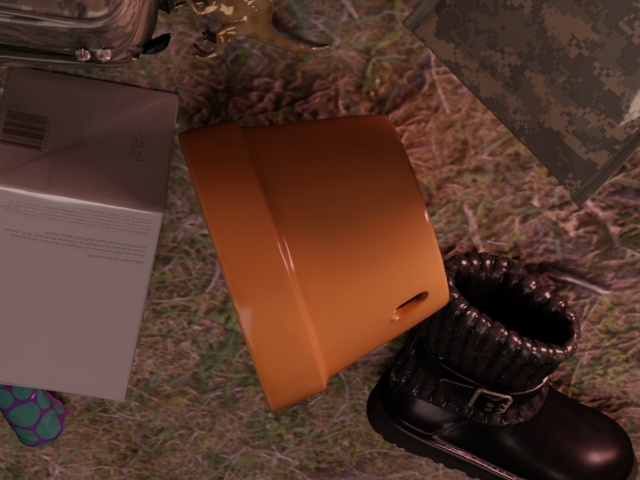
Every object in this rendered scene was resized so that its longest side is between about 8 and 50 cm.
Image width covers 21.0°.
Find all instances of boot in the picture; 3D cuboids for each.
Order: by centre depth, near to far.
[{"bbox_3d":[0.244,0.164,1.942,0.348,0.131,0.260,17,134,-13],"label":"boot"}]

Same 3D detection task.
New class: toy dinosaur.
[{"bbox_3d":[-0.078,-0.206,1.635,0.093,0.053,0.183,-30,127,27],"label":"toy dinosaur"}]

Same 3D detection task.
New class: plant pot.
[{"bbox_3d":[0.000,0.000,1.702,0.203,0.291,0.291,-19,134,-2],"label":"plant pot"}]

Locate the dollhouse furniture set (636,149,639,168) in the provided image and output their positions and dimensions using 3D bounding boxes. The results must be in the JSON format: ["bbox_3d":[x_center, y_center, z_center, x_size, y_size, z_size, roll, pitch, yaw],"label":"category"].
[{"bbox_3d":[0.297,-0.076,1.730,0.114,0.081,0.091,-26,129,26],"label":"dollhouse furniture set"}]

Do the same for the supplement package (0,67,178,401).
[{"bbox_3d":[-0.256,-0.001,1.762,0.175,0.177,0.293,9,134,-7],"label":"supplement package"}]

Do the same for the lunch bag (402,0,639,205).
[{"bbox_3d":[0.253,-0.219,1.474,0.235,0.169,0.287,46,129,4],"label":"lunch bag"}]

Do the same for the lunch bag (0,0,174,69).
[{"bbox_3d":[-0.278,-0.254,1.485,0.305,0.212,0.256,6,173,-3],"label":"lunch bag"}]

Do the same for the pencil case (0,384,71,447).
[{"bbox_3d":[-0.350,0.174,2.024,0.070,0.064,0.151,-40,138,-19],"label":"pencil case"}]
